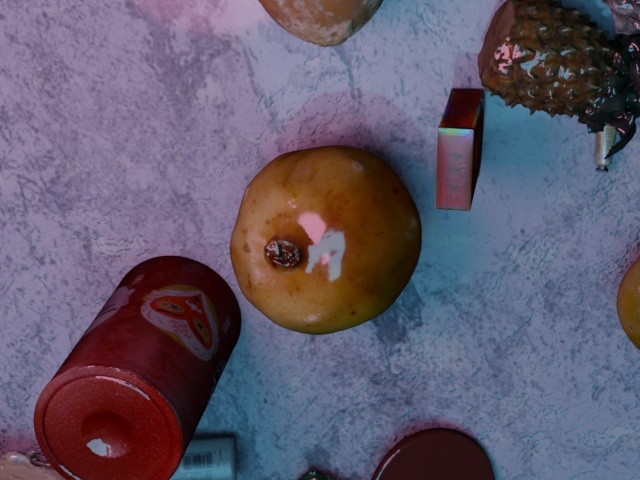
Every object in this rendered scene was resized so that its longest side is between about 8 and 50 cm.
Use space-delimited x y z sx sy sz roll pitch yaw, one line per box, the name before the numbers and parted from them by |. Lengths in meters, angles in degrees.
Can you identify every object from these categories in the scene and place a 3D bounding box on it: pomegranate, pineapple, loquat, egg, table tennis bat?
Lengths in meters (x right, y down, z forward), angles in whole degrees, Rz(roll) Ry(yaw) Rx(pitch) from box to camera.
pomegranate | 0.000 0.000 1.633 0.264 0.264 0.264 4 114 9
pineapple | 0.354 -0.194 1.550 0.310 0.141 0.170 19 88 -6
loquat | 0.478 0.071 1.636 0.172 0.149 0.205 -15 99 20
egg | -0.002 -0.360 1.500 0.203 0.203 0.245 0 104 10
table tennis bat | 0.159 0.431 1.864 0.200 0.038 0.310 10 102 -13

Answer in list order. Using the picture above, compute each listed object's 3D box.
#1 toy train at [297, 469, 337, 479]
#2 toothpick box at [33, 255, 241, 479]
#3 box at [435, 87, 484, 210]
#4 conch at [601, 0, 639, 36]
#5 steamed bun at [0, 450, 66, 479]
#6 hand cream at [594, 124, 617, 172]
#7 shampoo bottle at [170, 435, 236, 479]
toy train | -0.037 0.486 1.915 0.266 0.145 0.202 -20 112 18
toothpick box | -0.243 0.179 1.712 0.204 0.333 0.204 4 113 9
box | 0.182 -0.120 1.589 0.048 0.175 0.112 4 115 10
conch | 0.422 -0.371 1.448 0.240 0.186 0.313 14 114 18
steamed bun | -0.491 0.495 1.955 0.333 0.233 0.312 28 117 3
hand cream | 0.379 -0.140 1.631 0.035 0.022 0.102 5 109 8
shampoo bottle | -0.244 0.355 1.910 0.227 0.056 0.086 -5 90 -4
